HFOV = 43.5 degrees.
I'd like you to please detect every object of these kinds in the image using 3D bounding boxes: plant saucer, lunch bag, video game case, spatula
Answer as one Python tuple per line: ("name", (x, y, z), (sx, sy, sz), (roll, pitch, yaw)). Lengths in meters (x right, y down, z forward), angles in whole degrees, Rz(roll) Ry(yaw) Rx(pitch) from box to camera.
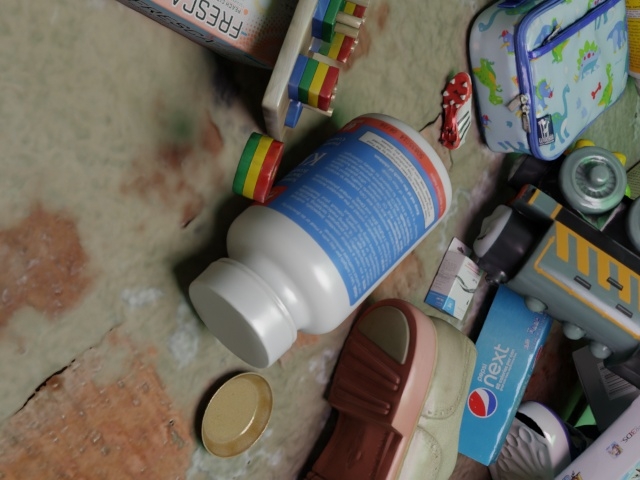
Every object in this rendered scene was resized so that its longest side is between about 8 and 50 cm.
("plant saucer", (-0.079, 0.158, 0.733), (0.083, 0.015, 0.083), (-19, 117, -41))
("lunch bag", (0.261, -0.204, 0.895), (0.219, 0.090, 0.176), (-35, 123, -33))
("video game case", (0.391, 0.328, 1.029), (0.244, 0.061, 0.269), (-49, 136, 9))
("spatula", (0.495, 0.266, 1.360), (0.242, 0.019, 0.168), (-50, 133, -20))

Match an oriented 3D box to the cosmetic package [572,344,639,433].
("cosmetic package", (0.472, 0.219, 1.138), (0.238, 0.107, 0.127), (28, 40, -41))

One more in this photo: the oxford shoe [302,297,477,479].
("oxford shoe", (0.066, 0.266, 0.813), (0.146, 0.140, 0.397), (22, 89, -35))

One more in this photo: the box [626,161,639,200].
("box", (0.519, -0.003, 1.212), (0.243, 0.117, 0.214), (-33, 126, -32))

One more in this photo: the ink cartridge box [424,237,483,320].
("ink cartridge box", (0.158, 0.044, 0.924), (0.048, 0.028, 0.083), (30, 82, -47))

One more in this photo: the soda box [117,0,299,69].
("soda box", (-0.096, -0.182, 0.558), (0.183, 0.058, 0.063), (18, 91, -48))

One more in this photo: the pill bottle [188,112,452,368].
("pill bottle", (0.000, 0.000, 0.676), (0.221, 0.124, 0.124), (-43, 131, -27))

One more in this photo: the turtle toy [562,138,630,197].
("turtle toy", (0.350, -0.073, 1.037), (0.130, 0.066, 0.095), (17, 93, -17))

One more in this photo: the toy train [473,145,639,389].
("toy train", (0.337, 0.038, 0.908), (0.190, 0.334, 0.142), (-54, 176, -11))

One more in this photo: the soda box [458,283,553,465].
("soda box", (0.219, 0.165, 0.989), (0.210, 0.071, 0.067), (-67, 157, -4))

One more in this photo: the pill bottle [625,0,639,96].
("pill bottle", (0.432, -0.278, 1.020), (0.118, 0.117, 0.208), (-52, 134, -19))

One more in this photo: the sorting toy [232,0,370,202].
("sorting toy", (0.003, -0.153, 0.620), (0.132, 0.046, 0.275), (114, -5, -86))

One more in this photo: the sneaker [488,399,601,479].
("sneaker", (0.362, 0.292, 1.132), (0.236, 0.130, 0.323), (-31, 131, -23))

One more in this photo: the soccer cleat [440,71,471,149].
("soccer cleat", (0.147, -0.137, 0.848), (0.035, 0.029, 0.083), (-22, 123, -49))
